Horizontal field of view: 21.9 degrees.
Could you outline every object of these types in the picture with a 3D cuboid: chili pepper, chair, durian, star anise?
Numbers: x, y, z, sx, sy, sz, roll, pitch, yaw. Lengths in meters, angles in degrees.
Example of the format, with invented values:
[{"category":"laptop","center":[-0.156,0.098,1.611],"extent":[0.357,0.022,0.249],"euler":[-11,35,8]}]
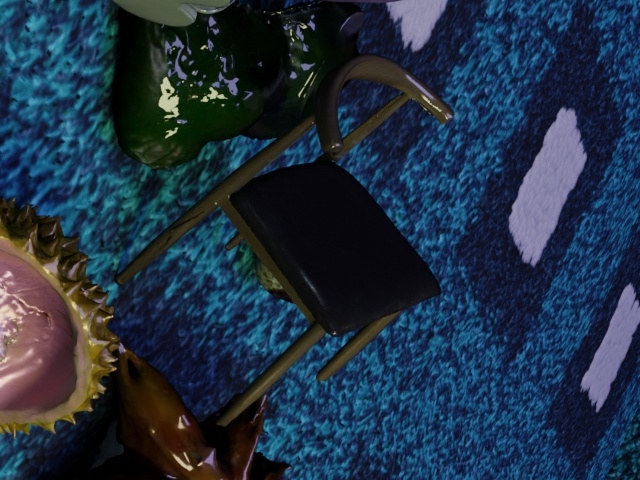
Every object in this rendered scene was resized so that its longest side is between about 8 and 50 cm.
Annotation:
[{"category":"chili pepper","center":[-0.051,-0.133,1.313],"extent":[0.264,0.116,0.148],"euler":[-23,132,-57]},{"category":"chair","center":[0.000,0.000,1.317],"extent":[0.272,0.166,0.188],"euler":[-46,165,32]},{"category":"durian","center":[-0.212,0.053,1.155],"extent":[0.132,0.165,0.182],"euler":[-16,104,-23]},{"category":"star anise","center":[-0.141,0.242,1.410],"extent":[0.237,0.148,0.346],"euler":[-19,132,-31]}]

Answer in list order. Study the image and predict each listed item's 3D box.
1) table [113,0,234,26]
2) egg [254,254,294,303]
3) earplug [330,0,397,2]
[{"category":"table","center":[-0.106,-0.262,1.074],"extent":[0.166,0.167,0.198],"euler":[35,69,-65]},{"category":"egg","center":[-0.016,0.018,1.539],"extent":[0.110,0.085,0.085],"euler":[-27,133,-56]},{"category":"earplug","center":[0.024,-0.408,1.162],"extent":[0.215,0.215,0.455],"euler":[-49,145,-36]}]
